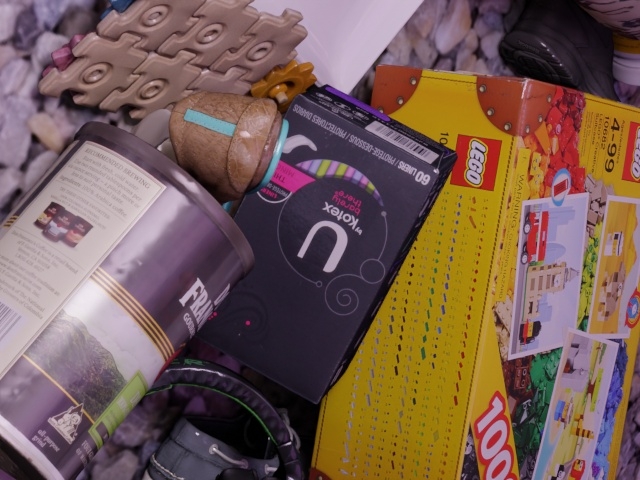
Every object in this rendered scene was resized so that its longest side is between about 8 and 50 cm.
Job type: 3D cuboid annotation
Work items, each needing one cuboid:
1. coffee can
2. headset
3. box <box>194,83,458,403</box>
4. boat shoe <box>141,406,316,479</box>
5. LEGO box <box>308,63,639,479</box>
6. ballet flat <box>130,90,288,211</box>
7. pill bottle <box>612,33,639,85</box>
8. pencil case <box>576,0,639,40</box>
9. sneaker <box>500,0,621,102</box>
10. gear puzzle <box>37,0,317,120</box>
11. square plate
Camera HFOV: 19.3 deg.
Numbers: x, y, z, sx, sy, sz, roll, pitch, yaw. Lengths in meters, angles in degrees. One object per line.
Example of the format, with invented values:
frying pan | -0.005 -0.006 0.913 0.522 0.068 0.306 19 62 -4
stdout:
coffee can | -0.221 0.061 1.667 0.275 0.201 0.201 -51 144 -17
headset | -0.130 0.307 1.926 0.243 0.185 0.394 -15 100 -7
box | 0.000 0.000 1.886 0.270 0.165 0.143 -63 173 14
boat shoe | -0.058 0.238 2.078 0.319 0.116 0.099 3 112 -48
LEGO box | 0.196 0.078 2.088 0.372 0.193 0.500 5 95 -55
ballet flat | -0.122 -0.069 1.744 0.342 0.124 0.116 143 -33 -75
pill bottle | 0.394 -0.299 2.316 0.119 0.119 0.208 -43 141 -27
pencil case | 0.300 -0.337 2.013 0.160 0.183 0.410 -31 162 19
sneaker | 0.320 -0.220 2.291 0.130 0.109 0.286 -65 150 -13
gear puzzle | -0.108 -0.176 1.761 0.175 0.044 0.339 -41 153 23
square plate | 0.050 -0.334 1.840 0.347 0.049 0.344 -52 152 1
